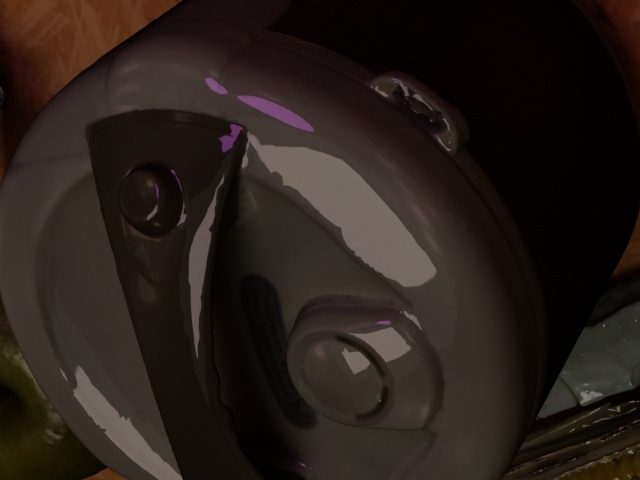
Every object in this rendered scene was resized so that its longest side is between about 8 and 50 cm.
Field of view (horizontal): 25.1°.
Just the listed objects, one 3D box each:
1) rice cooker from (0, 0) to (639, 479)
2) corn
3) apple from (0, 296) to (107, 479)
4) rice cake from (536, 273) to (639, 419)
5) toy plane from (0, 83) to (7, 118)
[{"bbox_3d":[0.000,0.000,0.829,0.335,0.325,0.335,14,126,20],"label":"rice cooker"},{"bbox_3d":[0.201,0.179,0.988,0.305,0.122,0.123,-26,62,36],"label":"corn"},{"bbox_3d":[-0.216,0.095,1.127,0.196,0.157,0.196,14,126,20],"label":"apple"},{"bbox_3d":[0.241,0.042,0.899,0.336,0.063,0.066,-26,99,40],"label":"rice cake"},{"bbox_3d":[-0.288,-0.148,1.054,0.088,0.212,0.267,-15,97,-10],"label":"toy plane"}]
